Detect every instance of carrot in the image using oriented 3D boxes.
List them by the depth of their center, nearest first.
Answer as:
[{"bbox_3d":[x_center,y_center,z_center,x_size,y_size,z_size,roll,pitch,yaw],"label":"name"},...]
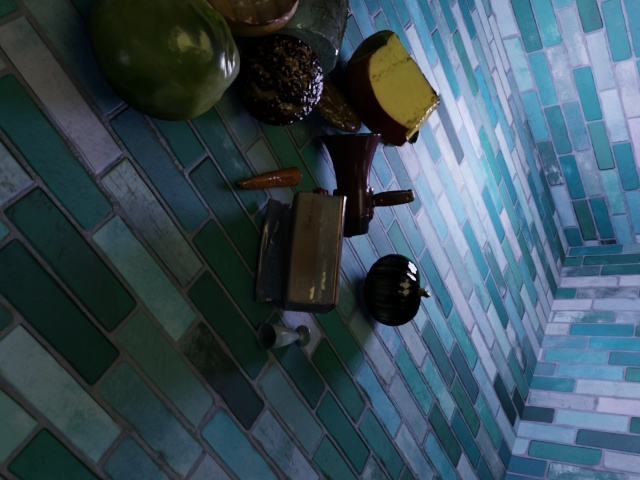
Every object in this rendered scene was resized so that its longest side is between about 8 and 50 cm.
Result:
[{"bbox_3d":[-0.145,-0.164,1.575,0.224,0.057,0.057,-18,100,-47],"label":"carrot"}]

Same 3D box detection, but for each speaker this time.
[{"bbox_3d":[0.140,-0.192,1.826,0.259,0.198,0.329,-19,108,-33],"label":"speaker"}]

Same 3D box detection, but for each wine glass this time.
[{"bbox_3d":[-0.099,0.261,1.564,0.155,0.073,0.073,11,77,-54],"label":"wine glass"}]

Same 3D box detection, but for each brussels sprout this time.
[{"bbox_3d":[-0.318,-0.414,1.215,0.344,0.268,0.343,24,60,-49],"label":"brussels sprout"}]

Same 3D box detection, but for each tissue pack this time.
[{"bbox_3d":[-0.056,0.035,1.566,0.239,0.239,0.305,20,70,-48],"label":"tissue pack"}]

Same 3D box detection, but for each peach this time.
[{"bbox_3d":[0.225,-0.476,1.899,0.242,0.306,0.380,-47,115,-4],"label":"peach"}]

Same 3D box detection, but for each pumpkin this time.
[{"bbox_3d":[0.259,0.170,1.909,0.250,0.217,0.249,6,90,-76],"label":"pumpkin"}]

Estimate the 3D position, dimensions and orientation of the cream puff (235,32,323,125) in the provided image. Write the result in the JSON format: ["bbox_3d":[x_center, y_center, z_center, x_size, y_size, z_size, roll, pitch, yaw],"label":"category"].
[{"bbox_3d":[-0.110,-0.417,1.494,0.164,0.239,0.238,-74,144,-65],"label":"cream puff"}]

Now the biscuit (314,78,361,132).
[{"bbox_3d":[0.042,-0.420,1.765,0.226,0.042,0.225,33,33,-25],"label":"biscuit"}]

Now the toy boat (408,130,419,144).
[{"bbox_3d":[0.353,-0.439,2.211,0.061,0.060,0.137,-31,117,-69],"label":"toy boat"}]

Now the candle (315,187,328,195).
[{"bbox_3d":[0.000,0.000,1.731,0.051,0.048,0.328,12,76,-41],"label":"candle"}]

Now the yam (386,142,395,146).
[{"bbox_3d":[0.284,-0.483,2.135,0.061,0.061,0.273,24,69,-47],"label":"yam"}]

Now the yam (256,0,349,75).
[{"bbox_3d":[-0.037,-0.644,1.641,0.241,0.241,0.347,38,56,-42],"label":"yam"}]

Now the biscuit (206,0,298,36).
[{"bbox_3d":[-0.198,-0.643,1.443,0.297,0.102,0.296,5,70,-13],"label":"biscuit"}]
